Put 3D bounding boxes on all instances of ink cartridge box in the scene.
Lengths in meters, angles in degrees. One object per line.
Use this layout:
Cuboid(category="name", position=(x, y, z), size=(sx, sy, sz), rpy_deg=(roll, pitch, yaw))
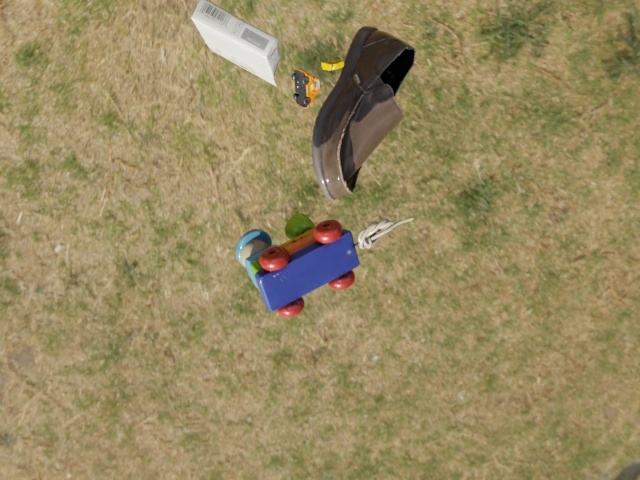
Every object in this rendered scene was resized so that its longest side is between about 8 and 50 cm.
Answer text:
Cuboid(category="ink cartridge box", position=(-0.135, -0.337, 1.176), size=(0.145, 0.179, 0.045), rpy_deg=(29, 91, 3))

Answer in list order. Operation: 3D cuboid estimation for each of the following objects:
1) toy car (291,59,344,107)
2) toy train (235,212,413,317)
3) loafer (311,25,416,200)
Cuboid(category="toy car", position=(0.002, -0.233, 1.008), size=(0.040, 0.122, 0.060), rpy_deg=(-22, 106, -30))
Cuboid(category="toy train", position=(0.000, 0.000, 1.018), size=(0.247, 0.143, 0.105), rpy_deg=(-27, 124, -17))
Cuboid(category="loafer", position=(0.087, -0.244, 1.268), size=(0.130, 0.366, 0.134), rpy_deg=(11, 163, 24))
